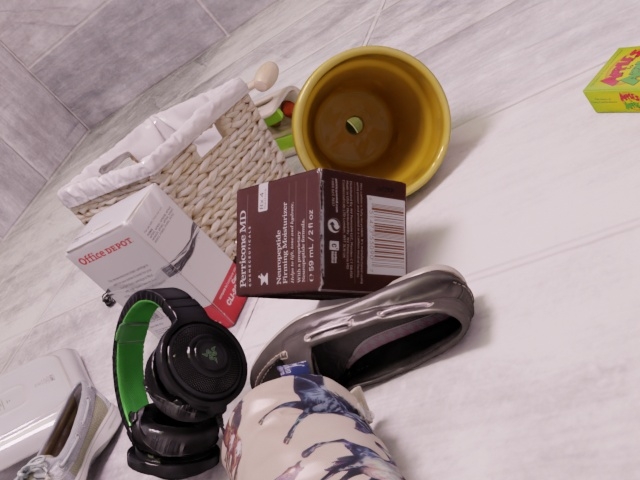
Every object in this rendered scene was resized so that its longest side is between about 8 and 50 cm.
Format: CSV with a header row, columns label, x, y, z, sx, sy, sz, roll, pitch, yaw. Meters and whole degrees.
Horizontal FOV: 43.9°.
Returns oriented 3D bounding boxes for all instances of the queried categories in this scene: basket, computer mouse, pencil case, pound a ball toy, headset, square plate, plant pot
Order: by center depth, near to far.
label,x,y,z,sx,sy,sz,roll,pitch,yaw
pencil case,0.030,0.270,0.766,0.183,0.160,0.410,-34,24,-8
headset,-0.205,0.229,1.073,0.394,0.185,0.243,41,122,40
plant pot,0.071,-0.197,1.366,0.254,0.254,0.239,-42,11,1
square plate,-0.622,0.340,1.572,0.344,0.049,0.347,-27,24,-19
plant pot,0.071,-0.233,1.605,0.079,0.083,0.083,-43,22,-32
basket,-0.284,-0.112,1.625,0.331,0.266,0.328,-10,30,41
computer mouse,-0.437,0.107,1.839,0.106,0.042,0.193,-50,20,-26
pound a ball toy,-0.141,-0.299,1.847,0.319,0.208,0.136,-13,39,48

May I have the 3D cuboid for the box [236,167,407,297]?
label,x,y,z,sx,sy,sz,roll,pitch,yaw
box,0.000,0.000,1.155,0.203,0.167,0.168,-9,79,50

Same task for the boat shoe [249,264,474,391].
label,x,y,z,sx,sy,sz,roll,pitch,yaw
boat shoe,0.041,0.139,1.016,0.335,0.112,0.095,-29,24,19

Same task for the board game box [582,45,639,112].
label,x,y,z,sx,sy,sz,roll,pitch,yaw
board game box,0.451,-0.216,1.056,0.092,0.043,0.181,-49,26,-12

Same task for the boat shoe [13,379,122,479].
label,x,y,z,sx,sy,sz,roll,pitch,yaw
boat shoe,-0.437,0.359,1.309,0.118,0.103,0.320,-31,15,27

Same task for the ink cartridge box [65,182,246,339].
label,x,y,z,sx,sy,sz,roll,pitch,yaw
ink cartridge box,-0.290,0.051,1.438,0.197,0.273,0.114,-21,33,38
